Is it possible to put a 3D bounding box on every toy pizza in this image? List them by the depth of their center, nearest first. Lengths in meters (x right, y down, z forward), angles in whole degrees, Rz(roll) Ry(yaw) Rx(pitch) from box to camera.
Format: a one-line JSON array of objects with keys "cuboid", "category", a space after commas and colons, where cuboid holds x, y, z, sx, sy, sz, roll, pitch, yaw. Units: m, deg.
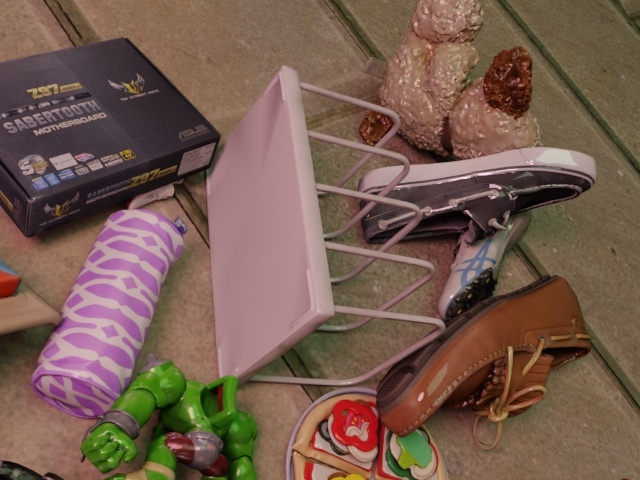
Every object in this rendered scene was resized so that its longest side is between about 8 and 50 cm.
[{"cuboid": [0.058, 0.246, 0.750, 0.201, 0.032, 0.201, 16, 53, -23], "category": "toy pizza"}]

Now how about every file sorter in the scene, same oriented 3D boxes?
[{"cuboid": [0.000, 0.000, 0.772, 0.173, 0.193, 0.277, 11, 55, -30], "category": "file sorter"}]

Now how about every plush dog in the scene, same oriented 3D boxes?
[{"cuboid": [0.196, -0.174, 0.989, 0.225, 0.262, 0.210, 34, 71, 34], "category": "plush dog"}]

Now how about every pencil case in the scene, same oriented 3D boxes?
[{"cuboid": [-0.194, 0.064, 0.682, 0.088, 0.086, 0.206, 65, 31, -44], "category": "pencil case"}]

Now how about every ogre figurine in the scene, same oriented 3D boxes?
[{"cuboid": [-0.113, 0.182, 0.639, 0.197, 0.097, 0.118, 27, 44, -19], "category": "ogre figurine"}]

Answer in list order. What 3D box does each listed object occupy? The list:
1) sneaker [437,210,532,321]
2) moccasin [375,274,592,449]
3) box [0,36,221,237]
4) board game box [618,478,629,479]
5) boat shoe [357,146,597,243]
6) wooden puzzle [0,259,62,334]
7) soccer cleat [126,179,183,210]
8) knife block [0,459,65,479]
[{"cuboid": [0.208, 0.021, 0.974, 0.086, 0.085, 0.237, 21, 49, 23], "category": "sneaker"}, {"cuboid": [0.208, 0.150, 0.845, 0.380, 0.139, 0.147, -10, 64, -51], "category": "moccasin"}, {"cuboid": [-0.251, -0.120, 0.760, 0.233, 0.059, 0.183, -27, 65, -41], "category": "box"}, {"cuboid": [0.239, 0.337, 0.728, 0.045, 0.147, 0.193, 48, 47, 3], "category": "board game box"}, {"cuboid": [0.199, -0.046, 0.917, 0.301, 0.108, 0.102, -5, 68, 3], "category": "boat shoe"}, {"cuboid": [-0.336, 0.002, 0.541, 0.221, 0.044, 0.239, 37, 10, 14], "category": "wooden puzzle"}, {"cuboid": [-0.183, -0.056, 0.801, 0.036, 0.029, 0.083, 35, 43, -3], "category": "soccer cleat"}, {"cuboid": [-0.165, 0.284, 0.565, 0.088, 0.242, 0.275, -62, 146, -40], "category": "knife block"}]
